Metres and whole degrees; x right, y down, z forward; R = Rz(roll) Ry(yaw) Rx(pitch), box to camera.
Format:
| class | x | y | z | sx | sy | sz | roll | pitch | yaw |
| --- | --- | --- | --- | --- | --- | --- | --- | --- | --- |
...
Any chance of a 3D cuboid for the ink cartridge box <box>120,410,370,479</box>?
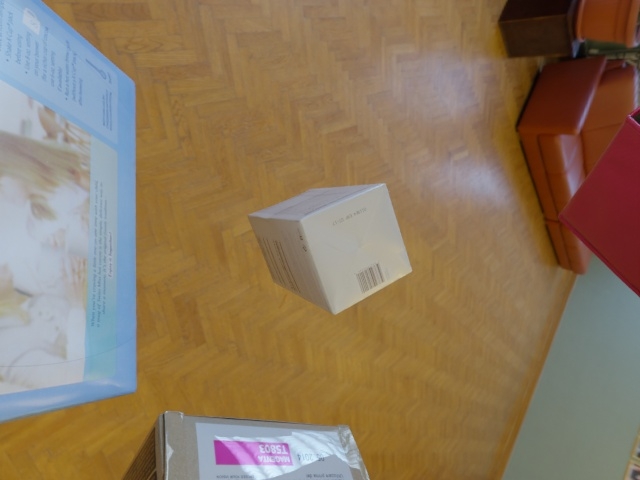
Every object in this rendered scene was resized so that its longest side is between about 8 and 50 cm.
| class | x | y | z | sx | sy | sz | roll | pitch | yaw |
| --- | --- | --- | --- | --- | --- | --- | --- | --- | --- |
| ink cartridge box | -0.092 | 0.288 | 0.434 | 0.234 | 0.088 | 0.193 | 20 | 114 | -31 |

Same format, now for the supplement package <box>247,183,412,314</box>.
| class | x | y | z | sx | sy | sz | roll | pitch | yaw |
| --- | --- | --- | --- | --- | --- | --- | --- | --- | --- |
| supplement package | 0.000 | 0.000 | 0.630 | 0.139 | 0.244 | 0.134 | -25 | 105 | -21 |

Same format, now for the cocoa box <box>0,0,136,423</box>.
| class | x | y | z | sx | sy | sz | roll | pitch | yaw |
| --- | --- | --- | --- | --- | --- | --- | --- | --- | --- |
| cocoa box | -0.319 | -0.024 | 0.339 | 0.231 | 0.227 | 0.347 | 44 | 38 | -72 |

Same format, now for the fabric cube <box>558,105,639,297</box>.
| class | x | y | z | sx | sy | sz | roll | pitch | yaw |
| --- | --- | --- | --- | --- | --- | --- | --- | --- | --- |
| fabric cube | 0.512 | -0.061 | 0.481 | 0.259 | 0.254 | 0.258 | -35 | 153 | 0 |
